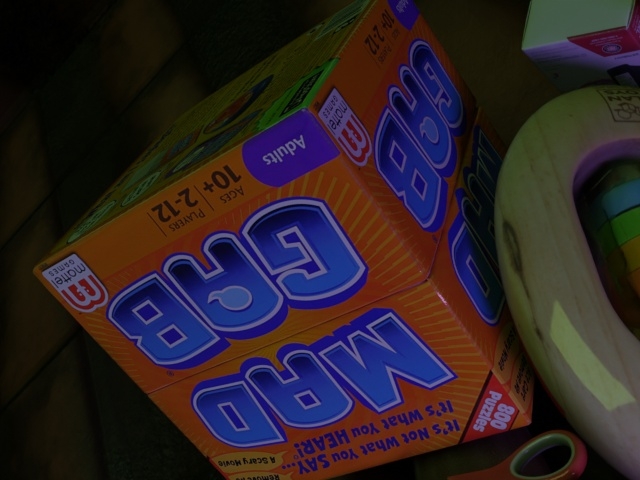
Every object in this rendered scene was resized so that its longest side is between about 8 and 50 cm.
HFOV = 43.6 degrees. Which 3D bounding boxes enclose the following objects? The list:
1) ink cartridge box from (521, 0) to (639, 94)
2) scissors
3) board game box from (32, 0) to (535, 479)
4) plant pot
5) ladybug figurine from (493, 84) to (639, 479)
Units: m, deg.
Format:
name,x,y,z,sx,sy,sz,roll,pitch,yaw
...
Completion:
name,x,y,z,sx,sy,sz,roll,pitch,yaw
ink cartridge box,0.335,-0.215,0.926,0.127,0.175,0.072,-2,67,44
scissors,0.108,0.238,0.726,0.297,0.021,0.109,-20,35,29
board game box,0.000,0.000,0.882,0.356,0.356,0.356,-25,23,31
plant pot,0.168,0.257,0.807,0.167,0.167,0.165,-39,35,19
ladybug figurine,0.309,0.040,0.748,0.305,0.162,0.449,0,54,-4
